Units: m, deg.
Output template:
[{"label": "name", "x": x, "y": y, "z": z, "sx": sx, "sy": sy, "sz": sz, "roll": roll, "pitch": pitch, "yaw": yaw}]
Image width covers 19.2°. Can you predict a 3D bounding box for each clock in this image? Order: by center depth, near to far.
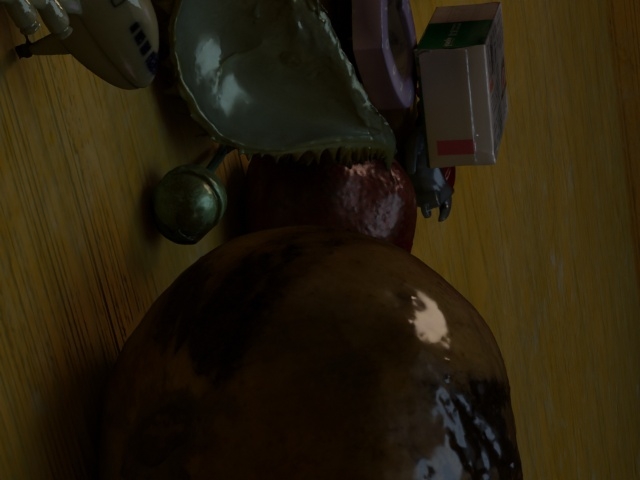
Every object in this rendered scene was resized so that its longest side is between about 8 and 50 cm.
[{"label": "clock", "x": 0.051, "y": -0.221, "z": 1.924, "sx": 0.172, "sy": 0.064, "sz": 0.198, "roll": -64, "pitch": 147, "yaw": -61}]

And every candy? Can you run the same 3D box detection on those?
[{"label": "candy", "x": -0.091, "y": -0.050, "z": 1.514, "sx": 0.202, "sy": 0.061, "sz": 0.061, "roll": -67, "pitch": 151, "yaw": -70}]

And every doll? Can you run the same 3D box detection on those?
[{"label": "doll", "x": 0.123, "y": -0.099, "z": 2.162, "sx": 0.104, "sy": 0.062, "sz": 0.194, "roll": 87, "pitch": 6, "yaw": -47}]

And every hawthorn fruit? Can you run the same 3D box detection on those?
[{"label": "hawthorn fruit", "x": 0.000, "y": 0.000, "z": 1.637, "sx": 0.157, "sy": 0.157, "sz": 0.194, "roll": 17, "pitch": 91, "yaw": -71}]

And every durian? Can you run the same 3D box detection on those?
[{"label": "durian", "x": -0.042, "y": -0.145, "z": 1.506, "sx": 0.144, "sy": 0.139, "sz": 0.252, "roll": -73, "pitch": 141, "yaw": -63}]

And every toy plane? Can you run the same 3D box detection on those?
[{"label": "toy plane", "x": -0.172, "y": -0.194, "z": 1.164, "sx": 0.242, "sy": 0.104, "sz": 0.256, "roll": -76, "pitch": 157, "yaw": -46}]

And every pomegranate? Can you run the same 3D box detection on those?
[{"label": "pomegranate", "x": -0.009, "y": 0.148, "z": 1.328, "sx": 0.322, "sy": 0.322, "sz": 0.322, "roll": -2, "pitch": 90, "yaw": -72}]

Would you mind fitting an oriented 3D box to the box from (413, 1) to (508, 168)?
[{"label": "box", "x": 0.157, "y": -0.171, "z": 2.059, "sx": 0.199, "sy": 0.081, "sz": 0.135, "roll": -59, "pitch": 145, "yaw": -67}]
